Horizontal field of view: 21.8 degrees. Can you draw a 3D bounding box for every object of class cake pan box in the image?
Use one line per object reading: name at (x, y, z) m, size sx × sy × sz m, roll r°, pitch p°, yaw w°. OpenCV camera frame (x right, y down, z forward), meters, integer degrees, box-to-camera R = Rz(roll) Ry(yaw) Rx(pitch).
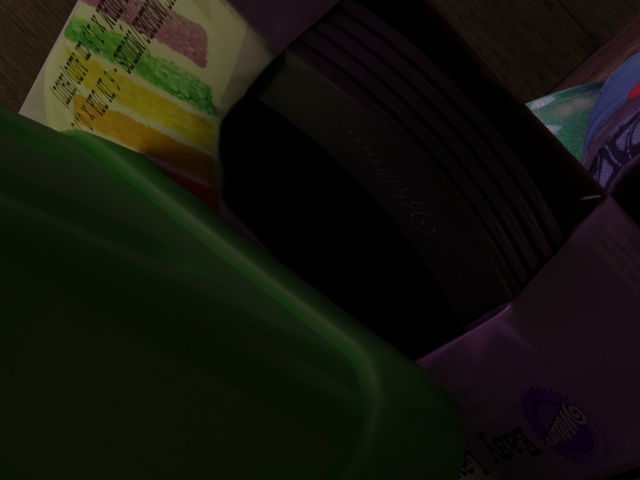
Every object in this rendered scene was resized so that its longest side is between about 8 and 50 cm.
cake pan box at (0.000, 0.000, 0.631) m, size 0.070 × 0.246 × 0.267 m, roll -45°, pitch 4°, yaw -28°

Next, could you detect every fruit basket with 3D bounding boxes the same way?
fruit basket at (-0.127, 0.149, 0.557) m, size 0.392 × 0.392 × 0.283 m, roll -42°, pitch 40°, yaw -10°

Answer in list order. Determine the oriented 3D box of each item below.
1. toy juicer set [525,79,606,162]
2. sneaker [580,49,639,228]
toy juicer set at (0.159, -0.042, 1.024) m, size 0.329 × 0.089 × 0.209 m, roll -18°, pitch -5°, yaw 2°
sneaker at (0.179, -0.042, 0.576) m, size 0.262 × 0.104 × 0.125 m, roll -47°, pitch 14°, yaw 54°
